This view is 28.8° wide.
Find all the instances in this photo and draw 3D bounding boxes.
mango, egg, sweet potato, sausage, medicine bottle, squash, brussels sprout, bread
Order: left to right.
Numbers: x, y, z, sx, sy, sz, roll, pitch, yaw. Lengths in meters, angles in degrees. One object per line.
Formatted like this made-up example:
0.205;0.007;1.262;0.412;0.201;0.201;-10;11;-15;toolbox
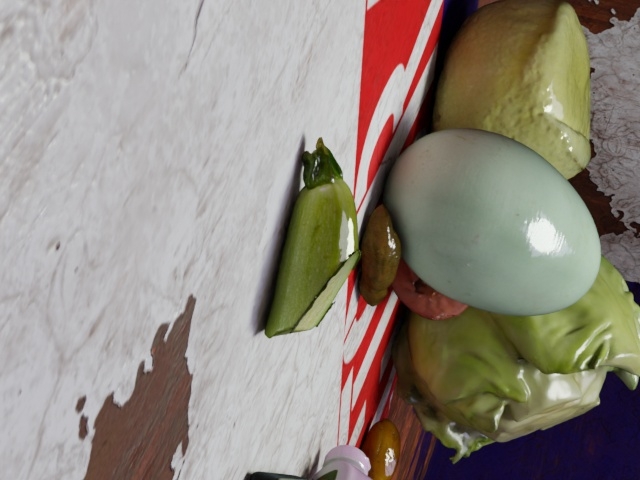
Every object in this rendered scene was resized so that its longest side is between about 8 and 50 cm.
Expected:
0.002;0.002;1.198;0.090;0.075;0.200;-5;111;-50;squash
0.016;0.360;1.637;0.115;0.078;0.219;-48;-169;32;medicine bottle
0.097;0.361;2.106;0.077;0.063;0.127;-13;-121;62;mango
0.076;0.035;1.631;0.053;0.054;0.182;-53;159;-38;sweet potato
0.190;0.033;1.924;0.279;0.152;0.152;-42;145;-71;sausage
0.240;-0.016;1.699;0.371;0.230;0.230;29;72;-37;egg
0.321;0.148;2.137;0.342;0.425;0.361;19;47;-60;brussels sprout
0.285;-0.214;1.874;0.320;0.237;0.321;0;90;-78;bread

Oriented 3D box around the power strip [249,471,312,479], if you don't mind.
-0.041;0.321;1.412;0.257;0.070;0.105;50;56;-74;power strip
